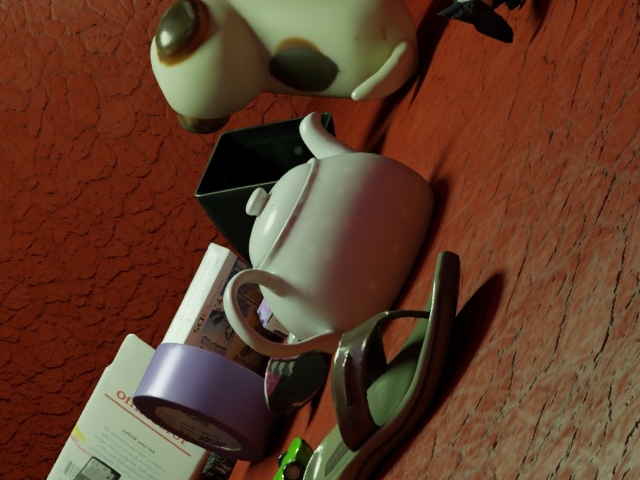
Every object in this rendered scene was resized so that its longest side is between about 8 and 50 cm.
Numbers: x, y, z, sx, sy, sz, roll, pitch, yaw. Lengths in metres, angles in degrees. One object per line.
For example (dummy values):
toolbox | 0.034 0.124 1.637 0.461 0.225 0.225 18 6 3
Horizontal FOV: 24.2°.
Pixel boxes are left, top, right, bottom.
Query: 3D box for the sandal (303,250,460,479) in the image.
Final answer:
sandal | 0.041 0.133 1.338 0.303 0.086 0.120 -58 9 32

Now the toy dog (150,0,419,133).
toy dog | -0.064 -0.308 2.363 0.284 0.408 0.395 78 179 -54

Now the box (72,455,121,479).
box | -0.387 0.439 2.152 0.183 0.056 0.231 -56 0 26

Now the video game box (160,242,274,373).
video game box | -0.145 0.127 2.336 0.205 0.048 0.187 38 -103 -53

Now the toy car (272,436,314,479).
toy car | -0.053 0.309 1.509 0.225 0.053 0.239 -63 8 -2

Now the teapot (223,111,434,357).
teapot | 0.000 0.000 1.710 0.252 0.187 0.256 -63 8 6

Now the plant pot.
plant pot | -0.061 -0.067 2.293 0.188 0.187 0.167 -74 -30 -53

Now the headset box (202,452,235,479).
headset box | -0.138 0.306 2.179 0.083 0.032 0.062 -65 8 -22

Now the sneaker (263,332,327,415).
sneaker | -0.027 0.164 1.844 0.178 0.072 0.077 -60 -10 -54

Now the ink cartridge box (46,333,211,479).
ink cartridge box | -0.269 0.312 2.328 0.353 0.207 0.119 -59 -10 24

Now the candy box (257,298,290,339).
candy box | -0.012 0.039 2.100 0.196 0.070 0.165 -63 7 2

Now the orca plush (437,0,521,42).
orca plush | 0.229 -0.307 1.729 0.151 0.102 0.287 -10 39 20

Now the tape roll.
tape roll | -0.144 0.212 1.950 0.080 0.189 0.189 -66 8 -20
